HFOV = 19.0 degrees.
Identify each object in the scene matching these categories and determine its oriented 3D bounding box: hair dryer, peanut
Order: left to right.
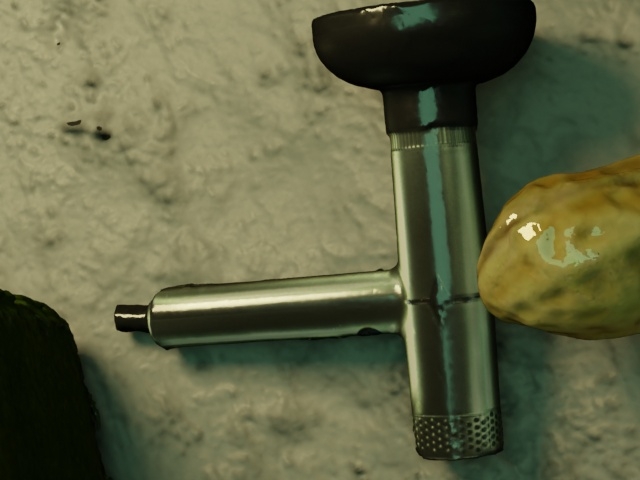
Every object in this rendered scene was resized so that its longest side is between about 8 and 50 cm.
[{"bbox_3d":[-0.003,-0.015,1.329,0.284,0.156,0.320,4,92,0],"label":"hair dryer"},{"bbox_3d":[0.246,-0.020,1.272,0.305,0.147,0.147,-25,79,-2],"label":"peanut"}]

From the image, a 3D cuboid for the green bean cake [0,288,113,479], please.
[{"bbox_3d":[-0.270,0.190,1.259,0.218,0.319,0.335,-16,80,9],"label":"green bean cake"}]
